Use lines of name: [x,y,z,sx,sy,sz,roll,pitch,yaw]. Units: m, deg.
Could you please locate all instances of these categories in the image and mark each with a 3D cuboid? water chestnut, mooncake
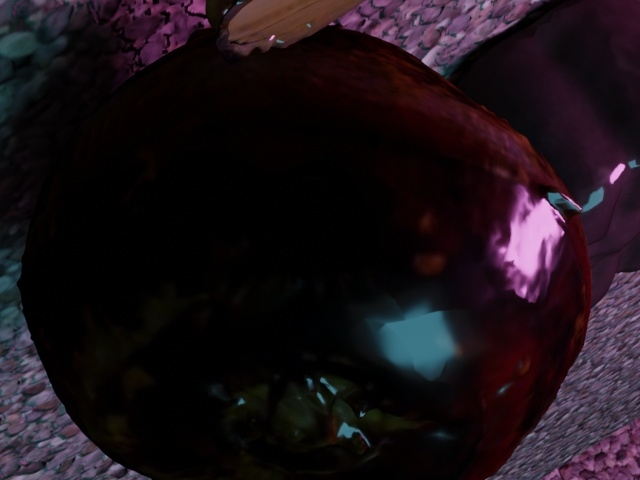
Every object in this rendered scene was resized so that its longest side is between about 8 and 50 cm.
water chestnut: [0.000,0.000,0.934,0.350,0.302,0.350,3,145,2]
mooncake: [0.209,-0.058,1.261,0.306,0.154,0.306,-31,160,-13]

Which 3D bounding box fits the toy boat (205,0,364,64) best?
toy boat: [0.095,-0.252,0.766,0.445,0.136,0.162,-33,162,-18]
